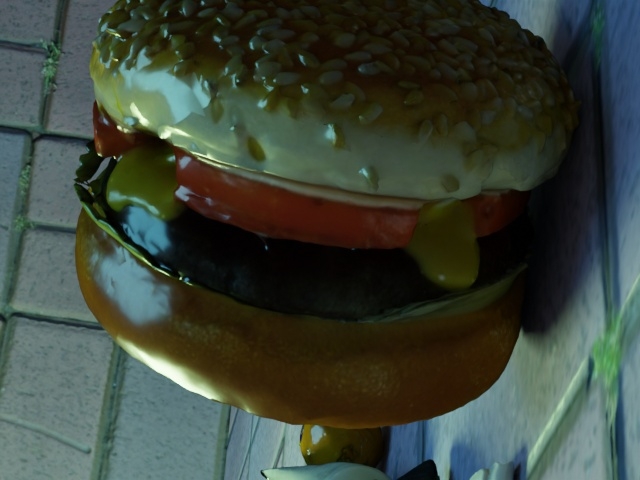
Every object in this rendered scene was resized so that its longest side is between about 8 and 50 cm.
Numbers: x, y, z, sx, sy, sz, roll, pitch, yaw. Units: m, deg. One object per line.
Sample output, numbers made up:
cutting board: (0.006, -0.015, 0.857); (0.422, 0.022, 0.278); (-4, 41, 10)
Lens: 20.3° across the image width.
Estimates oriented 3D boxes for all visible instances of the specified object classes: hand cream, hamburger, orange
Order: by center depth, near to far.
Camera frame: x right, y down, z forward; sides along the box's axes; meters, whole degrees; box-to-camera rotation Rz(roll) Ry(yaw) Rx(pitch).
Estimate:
hamburger: (-0.002, -0.052, 1.178); (0.330, 0.330, 0.250); (-93, 14, -62)
hand cream: (0.013, 0.250, 1.656); (0.076, 0.121, 0.336); (-46, 1, -13)
orange: (0.021, 0.194, 1.718); (0.083, 0.084, 0.083); (-172, 90, -84)

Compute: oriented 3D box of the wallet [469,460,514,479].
wallet: (0.109, 0.209, 1.162); (0.061, 0.025, 0.122); (124, 155, -60)

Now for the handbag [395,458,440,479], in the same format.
handbag: (0.017, 0.281, 1.315); (0.254, 0.089, 0.211); (-49, 10, 5)
